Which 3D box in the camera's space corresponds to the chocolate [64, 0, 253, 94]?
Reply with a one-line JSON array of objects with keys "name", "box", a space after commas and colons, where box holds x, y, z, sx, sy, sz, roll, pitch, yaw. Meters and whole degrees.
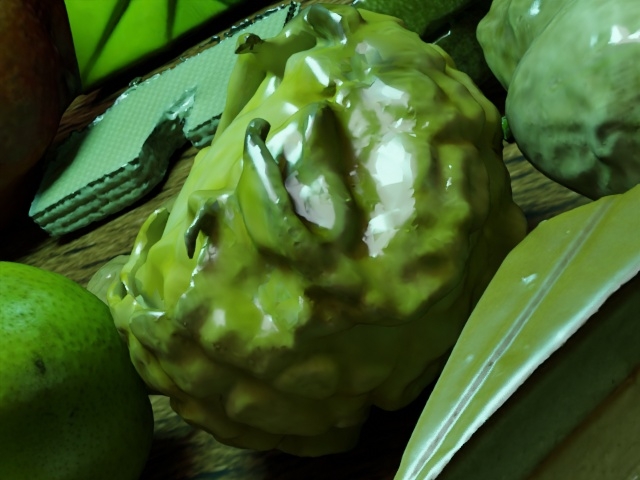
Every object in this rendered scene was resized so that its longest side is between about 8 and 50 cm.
[{"name": "chocolate", "box": [-0.171, -0.330, 1.694, 0.288, 0.301, 0.137, -26, 13, 23]}]

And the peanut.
[{"name": "peanut", "box": [0.163, -0.096, 1.026, 0.137, 0.122, 0.253, -11, 24, -2]}]

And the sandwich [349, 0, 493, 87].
[{"name": "sandwich", "box": [0.049, -0.120, 1.268, 0.185, 0.109, 0.160, -34, 5, 13]}]

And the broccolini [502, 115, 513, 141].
[{"name": "broccolini", "box": [0.160, -0.117, 1.193, 0.140, 0.030, 0.035, -46, 17, -6]}]

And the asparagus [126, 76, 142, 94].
[{"name": "asparagus", "box": [-0.188, -0.094, 1.633, 0.016, 0.013, 0.166, -8, 37, 30]}]

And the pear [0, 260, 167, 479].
[{"name": "pear", "box": [-0.165, 0.096, 1.102, 0.216, 0.180, 0.166, -13, -3, -15]}]

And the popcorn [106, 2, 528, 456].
[{"name": "popcorn", "box": [0.000, 0.000, 1.009, 0.250, 0.190, 0.250, -34, 38, 32]}]

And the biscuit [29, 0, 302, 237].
[{"name": "biscuit", "box": [-0.117, -0.095, 1.500, 0.250, 0.046, 0.147, -25, 29, 24]}]

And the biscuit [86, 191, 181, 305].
[{"name": "biscuit", "box": [-0.079, 0.014, 1.281, 0.144, 0.040, 0.236, -53, 26, -18]}]

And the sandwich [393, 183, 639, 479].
[{"name": "sandwich", "box": [0.135, 0.073, 0.782, 0.144, 0.117, 0.187, -19, 29, 41]}]

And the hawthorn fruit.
[{"name": "hawthorn fruit", "box": [-0.352, -0.122, 1.575, 0.311, 0.295, 0.295, -23, 24, -5]}]
